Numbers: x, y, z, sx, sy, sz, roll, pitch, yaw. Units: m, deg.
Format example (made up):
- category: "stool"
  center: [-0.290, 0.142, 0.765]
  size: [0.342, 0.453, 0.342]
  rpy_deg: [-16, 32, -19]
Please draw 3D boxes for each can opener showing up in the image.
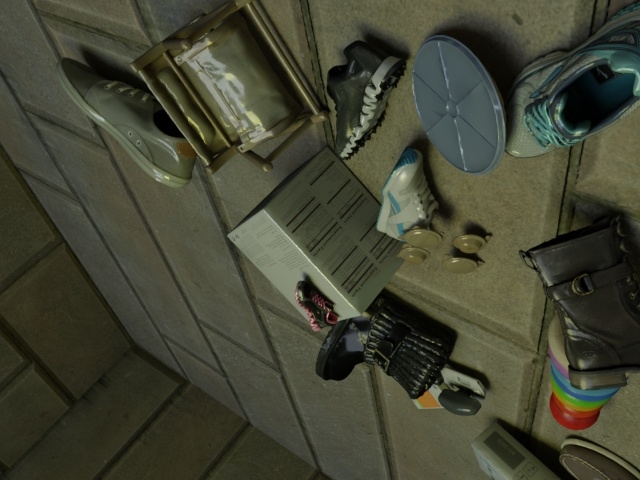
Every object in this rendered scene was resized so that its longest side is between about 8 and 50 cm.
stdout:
- category: "can opener"
  center: [0.250, 0.319, 1.514]
  size: [0.283, 0.095, 0.076]
  rpy_deg: [16, 142, 40]

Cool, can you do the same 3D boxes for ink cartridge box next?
- category: "ink cartridge box"
  center: [0.520, 0.640, 1.535]
  size: [0.308, 0.091, 0.385]
  rpy_deg: [39, 160, 46]

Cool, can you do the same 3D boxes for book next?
- category: "book"
  center: [0.271, 0.380, 1.646]
  size: [0.096, 0.035, 0.144]
  rpy_deg: [50, 151, -8]

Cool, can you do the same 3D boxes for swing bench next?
- category: "swing bench"
  center: [-0.167, -0.266, 1.161]
  size: [0.254, 0.165, 0.253]
  rpy_deg: [8, 138, 55]

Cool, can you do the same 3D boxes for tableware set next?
- category: "tableware set"
  center: [0.214, 0.017, 1.145]
  size: [0.168, 0.020, 0.141]
  rpy_deg: [10, 152, -4]

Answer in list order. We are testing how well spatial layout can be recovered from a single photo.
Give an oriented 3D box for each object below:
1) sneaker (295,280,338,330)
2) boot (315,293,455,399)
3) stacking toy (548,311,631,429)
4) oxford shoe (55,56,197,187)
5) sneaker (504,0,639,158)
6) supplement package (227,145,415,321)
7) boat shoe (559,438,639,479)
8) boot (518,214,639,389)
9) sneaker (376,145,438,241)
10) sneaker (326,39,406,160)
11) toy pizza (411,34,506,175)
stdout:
- category: "sneaker"
  center: [-0.004, 0.117, 1.196]
  size: [0.057, 0.047, 0.119]
  rpy_deg: [-9, 129, 28]
- category: "boot"
  center: [0.139, 0.275, 1.505]
  size: [0.260, 0.131, 0.348]
  rpy_deg: [35, 138, 15]
- category: "stacking toy"
  center: [0.455, 0.234, 1.119]
  size: [0.141, 0.141, 0.330]
  rpy_deg: [26, 156, 28]
- category: "oxford shoe"
  center: [-0.438, -0.301, 1.510]
  size: [0.449, 0.169, 0.130]
  rpy_deg: [42, 110, 18]
- category: "sneaker"
  center: [0.285, -0.163, 0.756]
  size: [0.110, 0.122, 0.283]
  rpy_deg: [43, 153, -2]
- category: "supplement package"
  center: [0.000, 0.000, 1.274]
  size: [0.263, 0.198, 0.199]
  rpy_deg: [47, 151, -9]
- category: "boat shoe"
  center: [0.628, 0.539, 1.335]
  size: [0.324, 0.097, 0.117]
  rpy_deg: [37, 153, 10]
- category: "boot"
  center: [0.431, 0.074, 0.902]
  size: [0.091, 0.262, 0.229]
  rpy_deg: [-42, -63, -84]
- category: "sneaker"
  center: [0.156, -0.074, 1.104]
  size: [0.092, 0.087, 0.229]
  rpy_deg: [26, 156, 15]
- category: "sneaker"
  center: [0.052, -0.224, 1.028]
  size: [0.106, 0.078, 0.234]
  rpy_deg: [41, 149, 9]
- category: "toy pizza"
  center: [0.193, -0.186, 0.896]
  size: [0.201, 0.032, 0.201]
  rpy_deg: [56, 162, 28]
